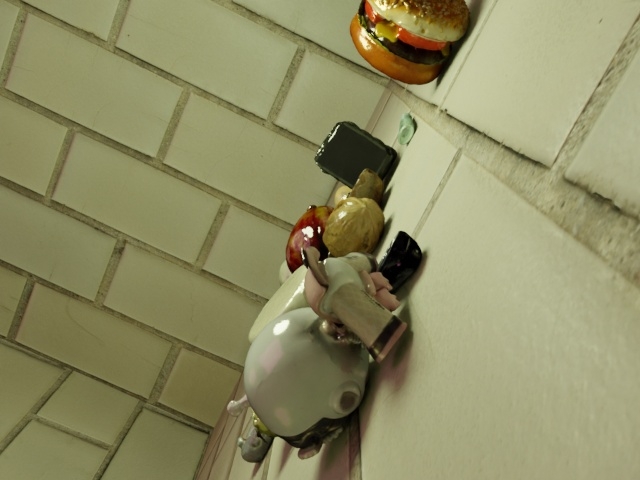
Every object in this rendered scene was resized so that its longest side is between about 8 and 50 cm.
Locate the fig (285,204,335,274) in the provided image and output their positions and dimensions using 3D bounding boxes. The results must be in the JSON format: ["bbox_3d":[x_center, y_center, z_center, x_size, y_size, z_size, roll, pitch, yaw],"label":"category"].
[{"bbox_3d":[0.005,0.011,1.993,0.263,0.224,0.224,-63,4,-31],"label":"fig"}]

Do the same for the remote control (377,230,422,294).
[{"bbox_3d":[0.126,0.083,1.274,0.090,0.066,0.266,-51,-8,-38],"label":"remote control"}]

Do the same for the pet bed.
[{"bbox_3d":[0.110,-0.256,2.030,0.183,0.211,0.159,-59,-9,7],"label":"pet bed"}]

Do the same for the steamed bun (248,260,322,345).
[{"bbox_3d":[-0.034,0.194,1.604,0.283,0.177,0.283,-49,10,12],"label":"steamed bun"}]

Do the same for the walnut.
[{"bbox_3d":[0.087,-0.034,1.683,0.184,0.155,0.155,-55,11,53],"label":"walnut"}]

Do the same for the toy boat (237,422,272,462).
[{"bbox_3d":[-0.171,0.532,1.900,0.227,0.085,0.155,-65,6,-5],"label":"toy boat"}]

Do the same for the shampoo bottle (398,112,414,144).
[{"bbox_3d":[0.264,-0.353,2.019,0.190,0.041,0.069,-75,6,-64],"label":"shampoo bottle"}]

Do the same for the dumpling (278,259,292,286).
[{"bbox_3d":[-0.063,0.173,2.343,0.175,0.243,0.227,-8,68,36],"label":"dumpling"}]

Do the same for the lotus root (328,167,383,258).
[{"bbox_3d":[0.111,-0.045,1.843,0.329,0.078,0.167,-67,-30,-17],"label":"lotus root"}]

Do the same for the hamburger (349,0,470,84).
[{"bbox_3d":[0.262,-0.643,1.915,0.250,0.330,0.330,-56,10,46],"label":"hamburger"}]

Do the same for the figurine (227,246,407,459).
[{"bbox_3d":[-0.009,0.188,1.171,0.253,0.211,0.361,-87,20,-63],"label":"figurine"}]

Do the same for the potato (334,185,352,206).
[{"bbox_3d":[0.105,-0.145,2.279,0.147,0.112,0.112,-60,2,-31],"label":"potato"}]

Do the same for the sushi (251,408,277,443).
[{"bbox_3d":[-0.088,0.381,1.654,0.139,0.131,0.291,-38,7,18],"label":"sushi"}]
